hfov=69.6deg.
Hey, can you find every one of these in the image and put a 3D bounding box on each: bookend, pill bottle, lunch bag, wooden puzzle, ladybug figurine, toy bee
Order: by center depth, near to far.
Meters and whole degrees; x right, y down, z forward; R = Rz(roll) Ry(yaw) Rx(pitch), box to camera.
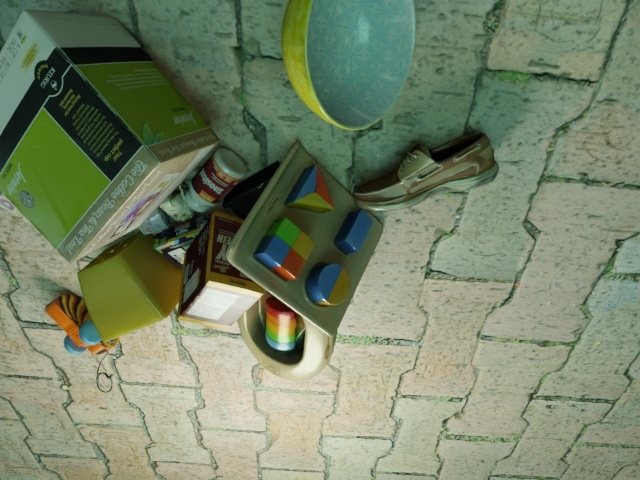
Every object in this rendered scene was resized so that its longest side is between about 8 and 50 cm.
[{"bbox_3d":[0.000,0.000,1.032,0.080,0.322,0.348,-7,138,50],"label":"wooden puzzle"},{"bbox_3d":[-0.248,-0.136,1.071,0.086,0.086,0.152,36,121,-23],"label":"pill bottle"},{"bbox_3d":[-0.124,-0.083,1.116,0.156,0.072,0.157,-26,123,22],"label":"bookend"},{"bbox_3d":[-0.428,-0.063,1.156,0.071,0.053,0.083,-14,123,5],"label":"lunch bag"},{"bbox_3d":[-0.081,0.196,1.244,0.305,0.162,0.449,24,130,19],"label":"ladybug figurine"},{"bbox_3d":[-0.688,0.287,1.397,0.195,0.162,0.298,-8,103,18],"label":"toy bee"}]

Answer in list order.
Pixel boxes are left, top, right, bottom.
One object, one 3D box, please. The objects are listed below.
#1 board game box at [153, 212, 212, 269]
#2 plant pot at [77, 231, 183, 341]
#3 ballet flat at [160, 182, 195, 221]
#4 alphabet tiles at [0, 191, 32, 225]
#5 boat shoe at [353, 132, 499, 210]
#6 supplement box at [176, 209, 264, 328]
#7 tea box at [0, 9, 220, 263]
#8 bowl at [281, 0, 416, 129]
[{"bbox_3d":[-0.314,0.010,1.189,0.170,0.048,0.141,-18,144,15],"label":"board game box"},{"bbox_3d":[-0.491,0.103,1.205,0.212,0.212,0.187,-21,111,18],"label":"plant pot"},{"bbox_3d":[-0.367,-0.128,1.088,0.091,0.077,0.241,-9,127,6],"label":"ballet flat"},{"bbox_3d":[-0.676,-0.114,1.107,0.278,0.021,0.284,40,133,-25],"label":"alphabet tiles"},{"bbox_3d":[0.224,-0.158,1.026,0.324,0.123,0.116,-16,119,6],"label":"boat shoe"},{"bbox_3d":[-0.233,0.073,1.082,0.129,0.191,0.194,18,138,-29],"label":"supplement box"},{"bbox_3d":[-0.443,-0.194,0.894,0.329,0.220,0.323,-36,97,27],"label":"tea box"},{"bbox_3d":[0.025,-0.356,0.825,0.156,0.289,0.289,24,140,39],"label":"bowl"}]
